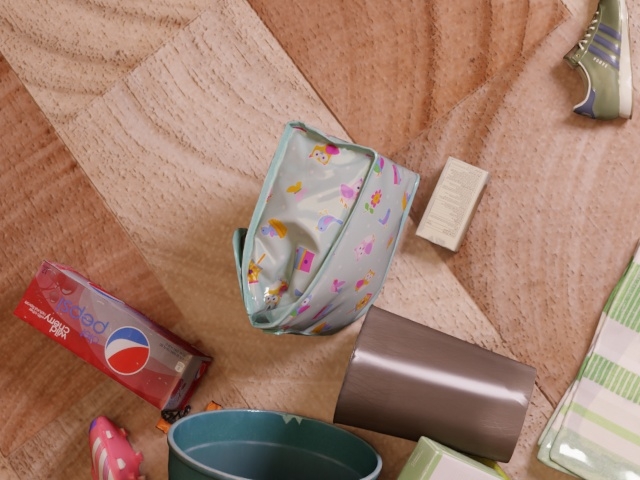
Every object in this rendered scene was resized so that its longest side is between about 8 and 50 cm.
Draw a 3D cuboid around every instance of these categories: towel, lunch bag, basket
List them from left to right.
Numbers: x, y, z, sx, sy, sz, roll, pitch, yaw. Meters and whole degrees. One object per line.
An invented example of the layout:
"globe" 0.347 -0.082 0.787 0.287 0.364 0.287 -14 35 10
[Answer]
"lunch bag" 0.000 0.000 1.934 0.160 0.223 0.262 23 93 21
"basket" 0.148 0.190 1.909 0.227 0.204 0.154 17 106 6
"towel" 0.447 0.182 1.901 0.248 0.038 0.324 25 91 14

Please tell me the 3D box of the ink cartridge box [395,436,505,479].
"ink cartridge box" 0.185 0.366 1.880 0.235 0.056 0.171 27 95 -26

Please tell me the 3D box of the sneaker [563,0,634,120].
"sneaker" 0.357 -0.249 1.946 0.086 0.064 0.192 -4 87 9

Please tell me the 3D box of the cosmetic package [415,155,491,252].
"cosmetic package" 0.176 -0.047 1.987 0.060 0.041 0.115 25 92 14

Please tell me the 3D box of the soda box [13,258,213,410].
"soda box" -0.285 0.131 2.060 0.263 0.083 0.092 31 92 18

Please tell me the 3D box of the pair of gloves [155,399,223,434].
"pair of gloves" -0.180 0.244 2.066 0.083 0.010 0.074 28 91 17

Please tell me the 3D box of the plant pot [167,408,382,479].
"plant pot" -0.077 0.379 1.911 0.272 0.272 0.255 12 102 15

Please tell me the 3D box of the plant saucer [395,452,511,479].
"plant saucer" 0.171 0.368 1.949 0.188 0.045 0.188 -44 77 6

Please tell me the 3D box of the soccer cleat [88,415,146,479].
"soccer cleat" -0.277 0.364 2.047 0.095 0.083 0.248 -26 82 15
